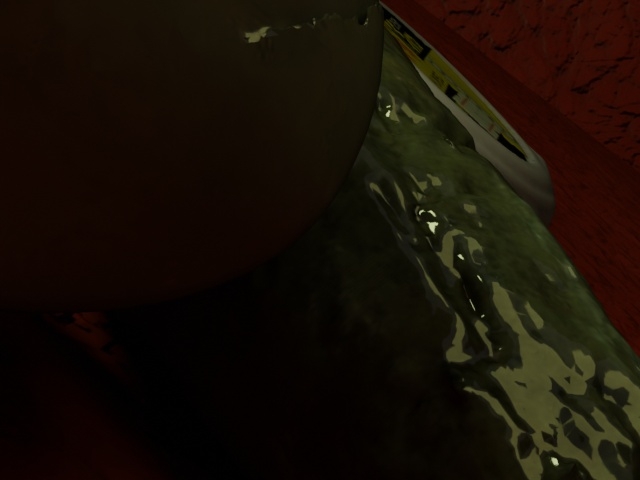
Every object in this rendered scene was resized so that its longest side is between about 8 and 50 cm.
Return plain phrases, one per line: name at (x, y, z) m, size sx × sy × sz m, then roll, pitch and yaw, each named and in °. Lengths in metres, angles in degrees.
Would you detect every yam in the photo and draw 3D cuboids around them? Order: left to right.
yam at (0.000, 0.000, 0.592) m, size 0.133 × 0.133 × 0.330 m, roll 26°, pitch 19°, yaw -45°

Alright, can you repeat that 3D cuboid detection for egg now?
egg at (-0.092, -0.085, 0.488) m, size 0.253 × 0.186 × 0.186 m, roll 44°, pitch 13°, yaw 18°

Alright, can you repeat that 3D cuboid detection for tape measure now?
tape measure at (0.024, -0.040, 0.907) m, size 0.178 × 0.105 × 0.196 m, roll 45°, pitch 13°, yaw 1°
